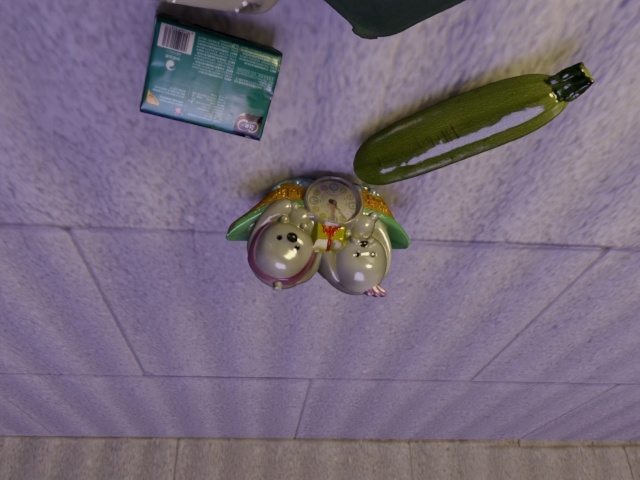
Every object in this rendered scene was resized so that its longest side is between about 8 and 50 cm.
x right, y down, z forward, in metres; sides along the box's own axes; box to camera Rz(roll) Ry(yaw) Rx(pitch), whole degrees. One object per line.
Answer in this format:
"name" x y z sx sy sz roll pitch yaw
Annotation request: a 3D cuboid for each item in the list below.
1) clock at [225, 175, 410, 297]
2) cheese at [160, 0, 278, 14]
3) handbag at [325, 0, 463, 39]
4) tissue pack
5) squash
"clock" 0.000 0.000 0.706 0.230 0.144 0.103 4 147 -7
"cheese" -0.063 -0.262 0.358 0.127 0.054 0.251 3 148 -14
"handbag" 0.083 -0.213 0.301 0.260 0.079 0.247 -10 176 27
"tissue pack" -0.103 -0.150 0.524 0.111 0.079 0.085 10 112 -20
"squash" 0.147 -0.116 0.591 0.252 0.066 0.066 -18 145 27
